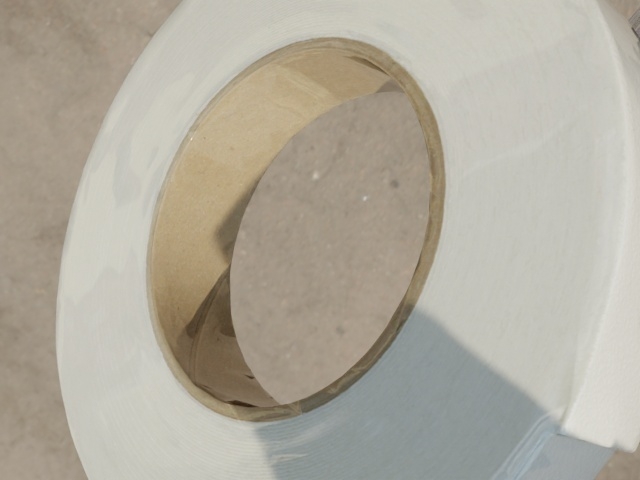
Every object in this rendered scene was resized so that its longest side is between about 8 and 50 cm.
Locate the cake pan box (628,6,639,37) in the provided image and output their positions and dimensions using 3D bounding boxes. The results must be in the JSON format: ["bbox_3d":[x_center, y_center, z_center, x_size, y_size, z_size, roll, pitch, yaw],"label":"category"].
[{"bbox_3d":[0.248,-0.087,0.852,0.070,0.267,0.246,38,97,-7],"label":"cake pan box"}]

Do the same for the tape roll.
[{"bbox_3d":[0.000,0.000,0.555,0.392,0.392,0.072,-19,153,36],"label":"tape roll"}]
